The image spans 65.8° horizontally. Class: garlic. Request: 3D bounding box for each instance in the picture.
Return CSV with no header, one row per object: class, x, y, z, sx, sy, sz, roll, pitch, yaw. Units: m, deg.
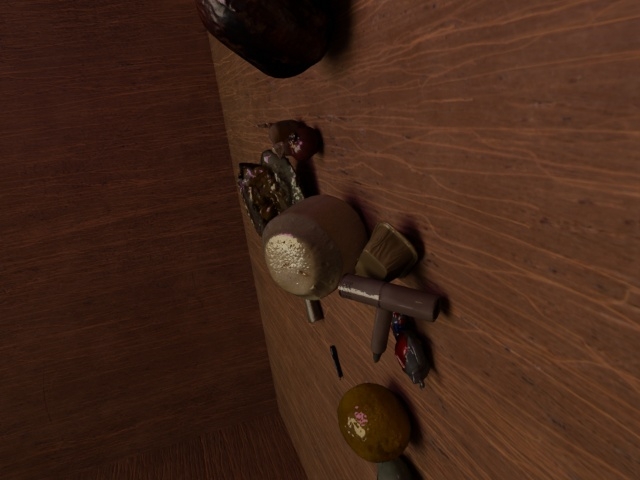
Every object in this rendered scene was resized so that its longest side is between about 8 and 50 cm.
garlic,-0.116,-0.322,1.511,0.198,0.129,0.090,-123,27,-43

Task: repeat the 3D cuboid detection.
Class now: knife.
knife,0.056,0.425,1.721,0.031,0.018,0.121,125,128,-72

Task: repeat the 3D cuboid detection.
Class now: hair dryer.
hair dryer,0.200,0.653,1.319,0.229,0.092,0.267,-115,9,-61
hair dryer,0.141,0.178,0.980,0.195,0.054,0.220,11,125,31

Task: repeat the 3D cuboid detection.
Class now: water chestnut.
water chestnut,-0.092,-0.535,1.065,0.302,0.351,0.350,-37,57,27

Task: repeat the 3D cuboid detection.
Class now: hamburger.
hamburger,-0.149,-0.127,1.605,0.277,0.195,0.317,-128,15,-79

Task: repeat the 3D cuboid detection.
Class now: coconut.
coconut,-0.005,0.012,1.222,0.238,0.266,0.237,15,122,25

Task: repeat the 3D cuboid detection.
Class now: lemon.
lemon,0.130,0.442,1.204,0.207,0.170,0.169,-133,33,-51

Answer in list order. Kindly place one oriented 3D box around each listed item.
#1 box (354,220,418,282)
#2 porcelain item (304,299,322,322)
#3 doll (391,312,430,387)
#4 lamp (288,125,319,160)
box,0.133,0.030,1.001,0.177,0.111,0.111,105,149,-67
porcelain item,-0.045,0.193,1.821,0.084,0.054,0.213,146,109,-71
doll,0.182,0.220,1.039,0.194,0.062,0.104,-106,31,-41
lamp,-0.048,-0.272,1.391,0.101,0.090,0.101,-31,47,40
